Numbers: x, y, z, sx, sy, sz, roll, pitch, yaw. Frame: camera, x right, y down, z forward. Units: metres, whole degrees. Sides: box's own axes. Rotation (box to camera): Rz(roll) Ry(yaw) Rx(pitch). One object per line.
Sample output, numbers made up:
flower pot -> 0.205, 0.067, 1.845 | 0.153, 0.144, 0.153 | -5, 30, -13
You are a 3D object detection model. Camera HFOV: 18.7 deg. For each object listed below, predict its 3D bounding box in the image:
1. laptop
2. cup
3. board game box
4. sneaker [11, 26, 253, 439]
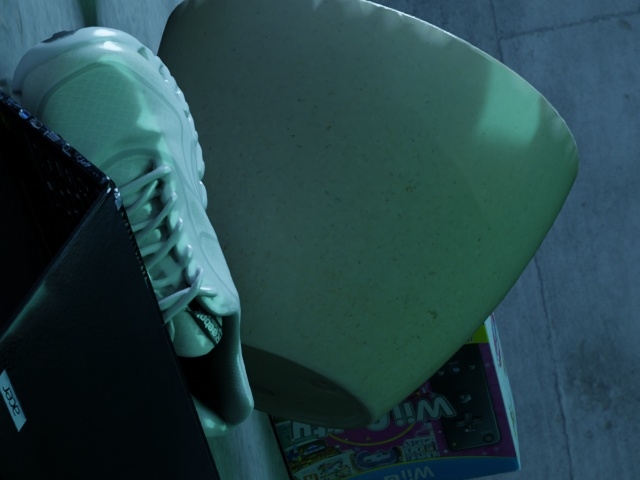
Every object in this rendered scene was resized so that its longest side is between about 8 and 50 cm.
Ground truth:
laptop -> -0.149, 0.076, 1.056 | 0.264, 0.136, 0.234 | 36, -31, 49
cup -> 0.000, 0.000, 1.436 | 0.331, 0.331, 0.237 | 64, 43, -63
board game box -> 0.054, 0.099, 1.835 | 0.097, 0.224, 0.303 | -92, 168, -52
sneaker -> -0.102, 0.000, 1.183 | 0.118, 0.110, 0.292 | 55, -13, 51
